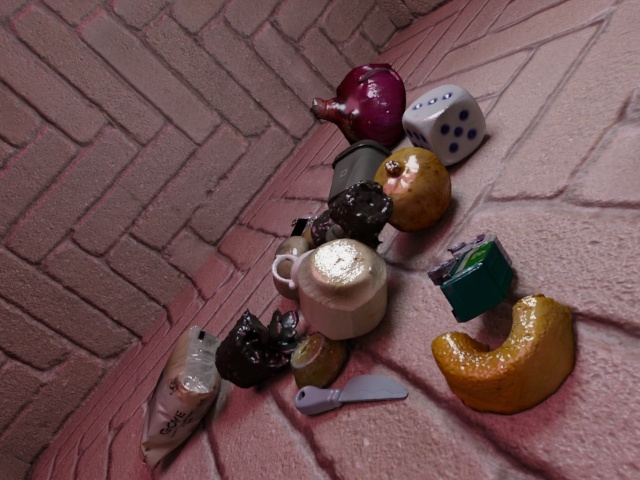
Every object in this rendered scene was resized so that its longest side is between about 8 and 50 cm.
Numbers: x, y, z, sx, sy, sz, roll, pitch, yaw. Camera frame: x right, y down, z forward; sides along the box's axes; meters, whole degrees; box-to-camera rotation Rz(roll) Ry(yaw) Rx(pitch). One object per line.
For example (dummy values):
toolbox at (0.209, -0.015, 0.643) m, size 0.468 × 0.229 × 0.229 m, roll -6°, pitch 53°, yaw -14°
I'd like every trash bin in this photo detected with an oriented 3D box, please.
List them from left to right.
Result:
trash bin at (0.150, -0.207, 1.656) m, size 0.220 × 0.219 × 0.250 m, roll -29°, pitch 34°, yaw 44°

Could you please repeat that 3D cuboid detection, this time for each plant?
plant at (-0.187, 0.318, 1.381) m, size 0.276 × 0.188 × 0.199 m, roll -41°, pitch 16°, yaw 23°
plant at (0.091, -0.042, 1.499) m, size 0.234 × 0.178 × 0.204 m, roll -30°, pitch 23°, yaw 32°
plant at (0.087, -0.062, 1.256) m, size 0.146 × 0.149 × 0.274 m, roll -22°, pitch -8°, yaw -19°

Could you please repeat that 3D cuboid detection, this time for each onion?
onion at (0.153, -0.553, 1.947) m, size 0.420 × 0.398 × 0.398 m, roll -18°, pitch 12°, yaw -21°

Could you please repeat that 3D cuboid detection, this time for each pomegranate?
pomegranate at (0.258, -0.147, 1.290) m, size 0.248 × 0.248 × 0.248 m, roll -40°, pitch 22°, yaw 20°

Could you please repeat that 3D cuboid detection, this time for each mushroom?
mushroom at (-0.081, 0.097, 1.602) m, size 0.178 × 0.226 × 0.226 m, roll -2°, pitch 24°, yaw -5°

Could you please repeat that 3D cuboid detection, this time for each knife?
knife at (0.068, 0.353, 1.051) m, size 0.331 × 0.044 × 0.080 m, roll -24°, pitch 28°, yaw 36°

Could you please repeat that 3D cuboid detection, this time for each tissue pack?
tissue pack at (-0.494, 0.544, 1.606) m, size 0.375 × 0.195 × 0.390 m, roll -56°, pitch 19°, yaw 13°

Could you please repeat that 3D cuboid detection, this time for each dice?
dice at (0.391, -0.364, 1.429) m, size 0.192 × 0.194 × 0.193 m, roll -38°, pitch 32°, yaw 3°

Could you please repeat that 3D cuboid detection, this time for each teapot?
teapot at (-0.001, 0.090, 1.384) m, size 0.204 × 0.298 × 0.139 m, roll 92°, pitch 173°, yaw -59°

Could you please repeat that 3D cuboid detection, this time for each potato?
potato at (0.000, 0.000, 1.686) m, size 0.178 × 0.118 × 0.109 m, roll -16°, pitch 19°, yaw 49°

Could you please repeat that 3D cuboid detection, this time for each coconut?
coconut at (0.061, 0.138, 1.176) m, size 0.238 × 0.265 × 0.237 m, roll -1°, pitch 49°, yaw 1°

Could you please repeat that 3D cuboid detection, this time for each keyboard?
keyboard at (-0.103, 0.004, 1.691) m, size 0.010 × 0.064 × 0.198 m, roll 37°, pitch 111°, yaw 31°

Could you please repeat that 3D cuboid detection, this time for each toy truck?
toy truck at (0.303, 0.069, 0.888) m, size 0.124 × 0.114 × 0.253 m, roll -30°, pitch 2°, yaw 37°

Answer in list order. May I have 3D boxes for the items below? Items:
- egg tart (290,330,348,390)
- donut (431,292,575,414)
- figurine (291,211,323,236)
egg tart at (-0.010, 0.310, 1.215) m, size 0.197 × 0.078 × 0.197 m, roll -37°, pitch 23°, yaw 19°
donut at (0.313, 0.205, 0.765) m, size 0.259 × 0.101 × 0.152 m, roll -33°, pitch 31°, yaw 25°
figurine at (-0.020, -0.055, 1.847) m, size 0.229 × 0.112 × 0.137 m, roll 24°, pitch 80°, yaw 54°
